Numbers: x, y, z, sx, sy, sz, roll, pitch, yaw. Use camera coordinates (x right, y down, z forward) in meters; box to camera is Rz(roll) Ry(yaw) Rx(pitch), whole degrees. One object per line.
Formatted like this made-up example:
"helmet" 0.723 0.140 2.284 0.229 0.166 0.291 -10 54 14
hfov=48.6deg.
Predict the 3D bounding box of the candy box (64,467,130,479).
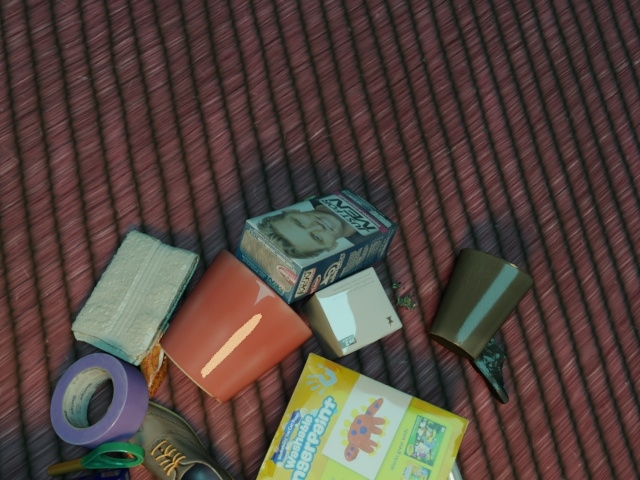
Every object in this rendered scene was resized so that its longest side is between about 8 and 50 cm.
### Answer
"candy box" -0.524 0.532 1.353 0.317 0.268 0.122 -10 79 -13

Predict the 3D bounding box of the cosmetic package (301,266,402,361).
"cosmetic package" 0.066 0.172 1.612 0.151 0.184 0.151 -24 81 -17

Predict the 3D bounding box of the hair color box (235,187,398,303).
"hair color box" 0.000 0.000 1.580 0.174 0.105 0.347 39 37 25

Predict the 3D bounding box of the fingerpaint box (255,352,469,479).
"fingerpaint box" 0.056 0.522 1.503 0.371 0.163 0.445 22 72 6

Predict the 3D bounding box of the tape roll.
"tape roll" -0.458 0.336 1.471 0.189 0.080 0.189 -10 60 18

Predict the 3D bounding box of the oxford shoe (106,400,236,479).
"oxford shoe" -0.303 0.449 1.485 0.363 0.133 0.130 37 72 6

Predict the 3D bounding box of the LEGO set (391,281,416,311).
"LEGO set" 0.204 0.142 1.737 0.054 0.023 0.083 -8 64 -15

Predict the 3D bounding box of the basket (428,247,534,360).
"basket" 0.368 0.158 1.690 0.154 0.204 0.227 43 74 -44

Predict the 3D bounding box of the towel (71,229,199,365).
"towel" -0.412 0.121 1.578 0.187 0.049 0.282 20 70 13

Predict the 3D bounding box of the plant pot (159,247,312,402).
"plant pot" -0.194 0.196 1.528 0.275 0.275 0.243 43 81 2

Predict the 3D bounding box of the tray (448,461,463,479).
"tray" 0.200 0.567 1.613 0.270 0.030 0.145 -17 80 -15

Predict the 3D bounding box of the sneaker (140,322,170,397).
"sneaker" -0.375 0.265 1.573 0.067 0.064 0.175 6 66 6

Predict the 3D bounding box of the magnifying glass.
"magnifying glass" -0.461 0.451 1.446 0.231 0.092 0.026 -17 50 22

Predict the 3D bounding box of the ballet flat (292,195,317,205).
"ballet flat" -0.079 -0.022 1.702 0.079 0.077 0.222 19 71 16

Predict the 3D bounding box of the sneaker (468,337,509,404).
"sneaker" 0.424 0.303 1.717 0.089 0.051 0.170 -33 79 -14
